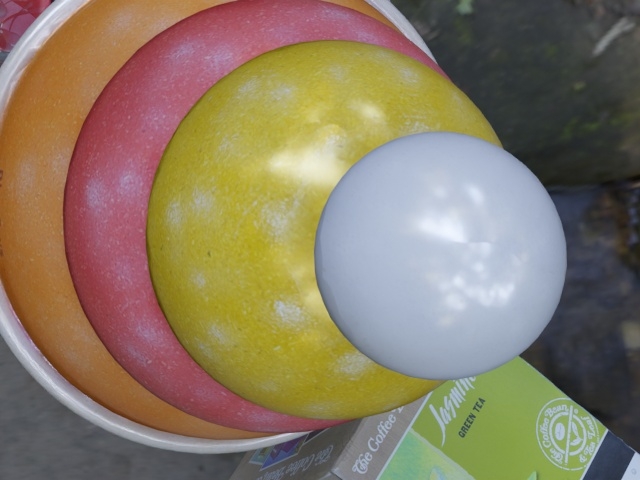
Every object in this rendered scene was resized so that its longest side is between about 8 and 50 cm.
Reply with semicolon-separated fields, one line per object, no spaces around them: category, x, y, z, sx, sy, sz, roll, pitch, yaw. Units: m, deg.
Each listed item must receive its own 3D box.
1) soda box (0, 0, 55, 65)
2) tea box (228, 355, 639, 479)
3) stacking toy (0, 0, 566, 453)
soda box;-0.351;-0.205;1.391;0.263;0.083;0.092;7;86;-4
tea box;0.113;0.264;1.638;0.323;0.329;0.220;39;62;-10
stacking toy;0.000;0.000;0.944;0.351;0.480;0.350;-3;99;-18
